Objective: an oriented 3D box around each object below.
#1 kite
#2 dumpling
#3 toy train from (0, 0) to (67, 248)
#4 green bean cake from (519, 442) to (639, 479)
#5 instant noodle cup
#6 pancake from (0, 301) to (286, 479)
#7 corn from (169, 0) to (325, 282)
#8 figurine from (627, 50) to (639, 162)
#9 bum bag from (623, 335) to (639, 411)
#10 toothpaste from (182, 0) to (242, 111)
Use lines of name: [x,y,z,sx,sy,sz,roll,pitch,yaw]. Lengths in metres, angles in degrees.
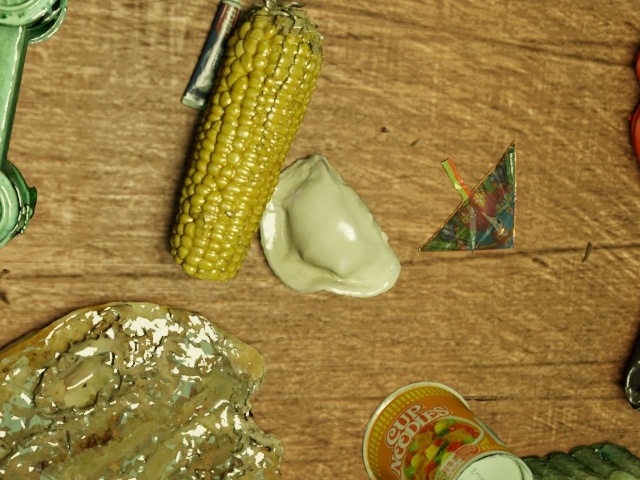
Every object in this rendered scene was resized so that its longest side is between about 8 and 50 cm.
kite: [0.201,-0.042,1.143,0.159,0.010,0.190,43,83,-21]
dumpling: [0.001,0.002,1.032,0.134,0.100,0.169,-37,108,5]
toy train: [-0.378,-0.150,0.838,0.253,0.160,0.397,11,95,-15]
green bean cake: [0.334,0.408,1.212,0.255,0.132,0.241,0,103,-20]
instant noodle cup: [0.161,0.277,1.090,0.168,0.185,0.168,-4,101,-19]
pancake: [-0.211,0.249,1.010,0.382,0.071,0.382,-3,98,-22]
corn: [-0.083,-0.108,0.976,0.115,0.115,0.318,20,94,-22]
figurine: [0.499,-0.194,1.150,0.257,0.181,0.208,-38,150,-8]
bum bag: [0.504,0.081,1.231,0.144,0.095,0.340,13,98,-48]
toothpaste: [-0.113,-0.211,0.992,0.037,0.021,0.140,18,96,-21]
